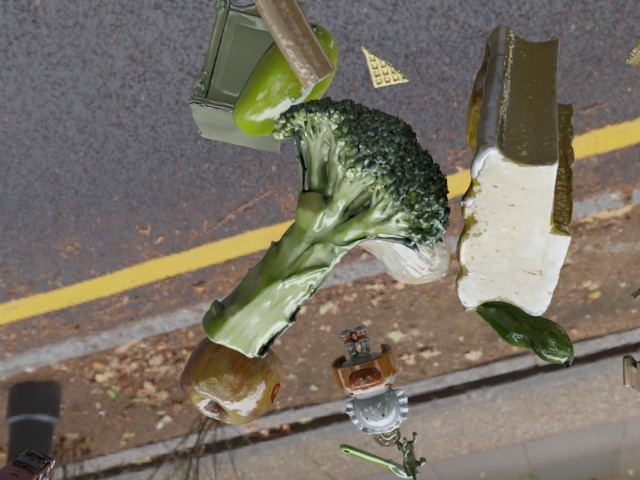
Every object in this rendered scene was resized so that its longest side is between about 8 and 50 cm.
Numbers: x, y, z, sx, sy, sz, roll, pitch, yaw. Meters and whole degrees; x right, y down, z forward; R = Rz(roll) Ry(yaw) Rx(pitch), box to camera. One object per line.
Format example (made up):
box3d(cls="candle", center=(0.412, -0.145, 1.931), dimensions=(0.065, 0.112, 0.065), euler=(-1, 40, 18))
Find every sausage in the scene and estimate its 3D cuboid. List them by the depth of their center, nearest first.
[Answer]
box3d(cls="sausage", center=(-0.070, -0.364, 1.003), dimensions=(0.066, 0.065, 0.301), euler=(-23, 110, 19))

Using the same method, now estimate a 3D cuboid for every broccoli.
box3d(cls="broccoli", center=(-0.011, -0.017, 0.891), dimensions=(0.361, 0.252, 0.221), euler=(-34, 143, 24))

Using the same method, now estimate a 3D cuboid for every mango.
box3d(cls="mango", center=(-0.071, -0.328, 1.434), dimensions=(0.149, 0.185, 0.273), euler=(40, 92, -12))

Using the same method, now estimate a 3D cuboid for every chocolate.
box3d(cls="chocolate", center=(0.137, -0.011, 1.258), dimensions=(0.134, 0.134, 0.309), euler=(-29, 138, 26))

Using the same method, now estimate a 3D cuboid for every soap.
box3d(cls="soap", center=(0.239, -0.089, 0.858), dimensions=(0.143, 0.281, 0.259), euler=(6, 135, 16))

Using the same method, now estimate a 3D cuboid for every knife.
box3d(cls="knife", center=(0.107, 0.388, 1.205), dimensions=(0.184, 0.026, 0.022), euler=(28, 128, -25))

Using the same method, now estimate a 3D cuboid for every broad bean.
box3d(cls="broad bean", center=(0.328, 0.123, 1.202), dimensions=(0.056, 0.318, 0.098), euler=(7, 118, -28))

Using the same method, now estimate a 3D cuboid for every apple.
box3d(cls="apple", center=(-0.191, 0.295, 1.511), dimensions=(0.211, 0.188, 0.211), euler=(22, 144, 17))

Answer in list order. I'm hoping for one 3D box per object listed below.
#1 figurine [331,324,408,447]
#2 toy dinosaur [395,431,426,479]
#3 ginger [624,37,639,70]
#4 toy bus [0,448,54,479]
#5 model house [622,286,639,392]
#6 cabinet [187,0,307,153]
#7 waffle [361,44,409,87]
box3d(cls="figurine", center=(0.108, 0.313, 1.475), dimensions=(0.143, 0.143, 0.271), euler=(-17, 111, 11))
box3d(cls="toy dinosaur", center=(0.143, 0.353, 1.088), dimensions=(0.029, 0.119, 0.060), euler=(2, 126, -13))
box3d(cls="ginger", center=(0.576, -0.314, 0.929), dimensions=(0.354, 0.189, 0.126), euler=(-19, 166, 3))
box3d(cls="toy bus", center=(-0.478, 0.391, 1.060), dimensions=(0.074, 0.096, 0.235), euler=(26, 175, -3))
box3d(cls="model house", center=(0.527, 0.119, 0.877), dimensions=(0.169, 0.244, 0.326), euler=(-8, -172, -1))
box3d(cls="cabinet", center=(-0.181, -0.430, 1.763), dimensions=(0.228, 0.317, 0.290), euler=(12, 172, -2))
box3d(cls="waffle", center=(0.207, -0.565, 2.192), dimensions=(0.125, 0.032, 0.191), euler=(-6, 150, 12))
